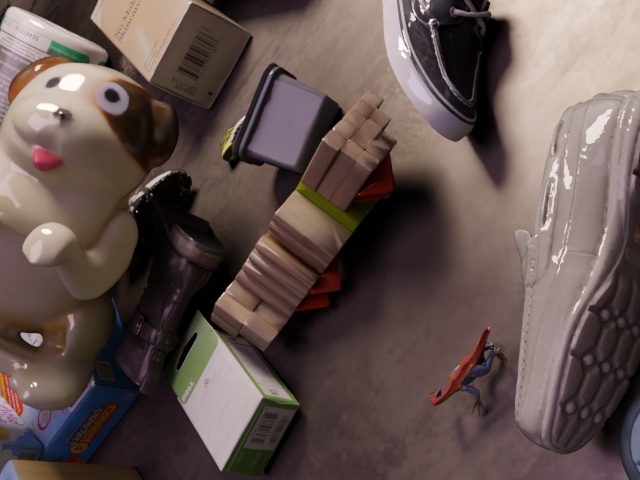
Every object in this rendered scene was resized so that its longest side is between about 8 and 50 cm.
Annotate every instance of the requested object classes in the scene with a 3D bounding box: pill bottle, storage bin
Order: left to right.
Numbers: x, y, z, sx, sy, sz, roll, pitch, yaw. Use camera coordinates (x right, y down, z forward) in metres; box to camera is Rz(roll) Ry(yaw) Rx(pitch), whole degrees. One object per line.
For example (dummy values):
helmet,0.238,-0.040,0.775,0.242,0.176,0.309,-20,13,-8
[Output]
pill bottle,-0.583,-0.253,1.556,0.204,0.204,0.360,34,100,47
storage bin,-0.038,-0.149,1.043,0.091,0.098,0.135,25,94,20

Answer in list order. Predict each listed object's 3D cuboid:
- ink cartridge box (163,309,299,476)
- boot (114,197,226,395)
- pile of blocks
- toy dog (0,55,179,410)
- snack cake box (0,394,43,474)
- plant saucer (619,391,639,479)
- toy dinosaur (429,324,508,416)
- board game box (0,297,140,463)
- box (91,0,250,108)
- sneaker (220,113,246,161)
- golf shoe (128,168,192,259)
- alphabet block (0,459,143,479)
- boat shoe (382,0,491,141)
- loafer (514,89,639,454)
ink cartridge box,-0.119,0.190,1.009,0.209,0.062,0.108,41,106,50
boot,-0.236,0.072,1.122,0.228,0.091,0.263,-63,26,8
pile of blocks,0.000,0.000,0.948,0.113,0.149,0.362,38,120,3
toy dog,-0.342,-0.038,1.077,0.285,0.395,0.407,28,113,11
snack cake box,-0.566,0.298,1.243,0.264,0.152,0.089,22,92,47
plant saucer,0.290,0.163,0.624,0.119,0.021,0.119,-18,64,41
toy dinosaur,0.137,0.126,0.768,0.082,0.090,0.047,-31,30,-4
board game box,-0.446,0.229,1.322,0.302,0.086,0.308,-51,46,21
box,-0.258,-0.357,1.317,0.311,0.121,0.148,44,109,45
sneaker,-0.126,-0.159,1.171,0.083,0.031,0.035,-53,44,19
golf shoe,-0.282,-0.060,1.266,0.198,0.077,0.093,-43,48,25
alphabet block,-0.337,0.427,1.052,0.193,0.197,0.192,42,106,46
boat shoe,0.139,-0.250,0.881,0.102,0.108,0.301,-33,47,36
loafer,0.224,0.022,0.689,0.112,0.112,0.319,4,71,52
